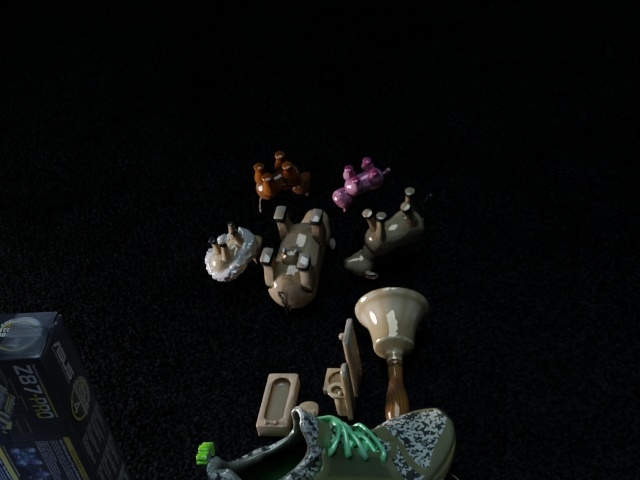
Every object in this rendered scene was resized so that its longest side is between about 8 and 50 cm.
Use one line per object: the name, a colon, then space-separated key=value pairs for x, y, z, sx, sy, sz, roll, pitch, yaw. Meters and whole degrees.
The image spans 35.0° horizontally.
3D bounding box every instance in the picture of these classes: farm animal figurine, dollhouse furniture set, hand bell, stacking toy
farm animal figurine: x=0.000 y=0.000 z=1.868 sx=0.330 sy=0.172 sz=0.326 roll=21 pitch=60 yaw=24
dollhouse furniture set: x=-0.023 y=0.218 z=1.615 sx=0.151 sy=0.123 sz=0.144 roll=-1 pitch=39 yaw=12
hand bell: x=0.119 y=0.208 z=1.633 sx=0.126 sy=0.126 sz=0.242 roll=-5 pitch=50 yaw=8
stacking toy: x=-0.109 y=0.381 z=1.497 sx=0.167 sy=0.052 sz=0.221 roll=-3 pitch=37 yaw=7

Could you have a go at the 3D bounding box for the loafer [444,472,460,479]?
loafer: x=0.163 y=0.348 z=1.466 sx=0.148 sy=0.050 sz=0.056 roll=16 pitch=45 yaw=30

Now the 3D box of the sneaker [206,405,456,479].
sneaker: x=0.017 y=0.300 z=1.377 sx=0.410 sy=0.182 sz=0.158 roll=-21 pitch=32 yaw=-27

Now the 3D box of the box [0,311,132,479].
box: x=-0.469 y=0.273 z=1.435 sx=0.318 sy=0.394 sz=0.097 roll=-2 pitch=40 yaw=11
